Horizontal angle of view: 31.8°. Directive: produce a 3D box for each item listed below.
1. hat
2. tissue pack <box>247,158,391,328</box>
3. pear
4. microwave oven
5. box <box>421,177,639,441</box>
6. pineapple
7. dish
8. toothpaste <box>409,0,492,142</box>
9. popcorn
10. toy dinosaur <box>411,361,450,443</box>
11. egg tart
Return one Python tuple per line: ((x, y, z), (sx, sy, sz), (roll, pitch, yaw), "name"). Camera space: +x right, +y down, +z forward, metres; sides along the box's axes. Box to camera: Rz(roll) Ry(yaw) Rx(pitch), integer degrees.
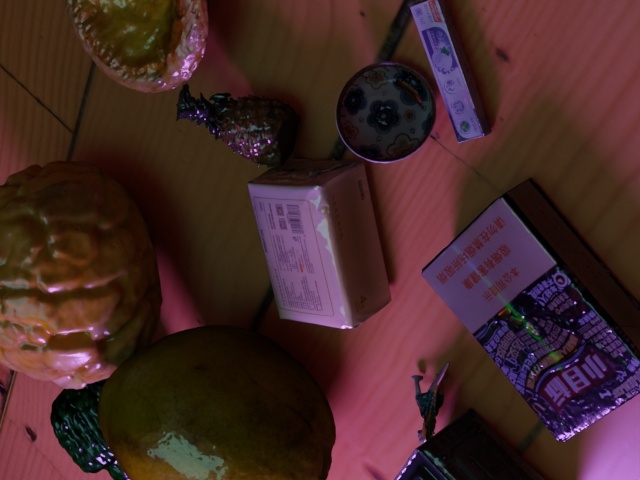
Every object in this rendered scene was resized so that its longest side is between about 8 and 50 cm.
((-0.342, 0.383, 2.132), (0.332, 0.242, 0.274), (53, 164, 3), "hat")
((0.000, 0.000, 1.697), (0.159, 0.125, 0.234), (4, 115, 41), "tissue pack")
((-0.162, 0.304, 1.856), (0.413, 0.352, 0.352), (17, 123, 22), "pear")
((0.235, 0.376, 1.664), (0.205, 0.163, 0.129), (44, 131, 19), "microwave oven")
((0.303, 0.095, 1.511), (0.310, 0.084, 0.198), (51, 135, 9), "box")
((-0.133, -0.180, 1.708), (0.198, 0.108, 0.108), (18, 124, 13), "pineapple")
((0.097, -0.173, 1.567), (0.141, 0.078, 0.141), (-1, 86, 13), "dish")
((0.175, -0.227, 1.485), (0.047, 0.040, 0.196), (-13, 103, 40), "toothpaste")
((-0.456, 0.052, 1.962), (0.390, 0.344, 0.354), (54, 142, 35), "popcorn")
((0.168, 0.252, 1.701), (0.187, 0.044, 0.106), (132, 146, -69), "toy dinosaur")
((-0.267, -0.389, 1.727), (0.319, 0.128, 0.319), (18, 122, 31), "egg tart")
